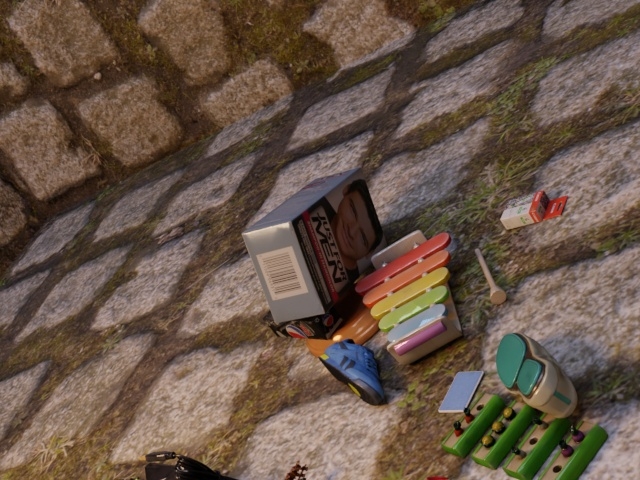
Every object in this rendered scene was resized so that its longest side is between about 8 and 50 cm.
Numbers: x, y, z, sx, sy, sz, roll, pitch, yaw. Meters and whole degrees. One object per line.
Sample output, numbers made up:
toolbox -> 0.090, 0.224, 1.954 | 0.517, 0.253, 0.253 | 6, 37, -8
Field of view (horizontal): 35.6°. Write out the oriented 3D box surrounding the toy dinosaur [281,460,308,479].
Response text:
toy dinosaur -> -0.089, 0.451, 1.465 | 0.218, 0.164, 0.322 | -38, 37, 39

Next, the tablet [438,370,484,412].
tablet -> 0.223, 0.239, 1.576 | 0.054, 0.006, 0.083 | -11, 35, 45

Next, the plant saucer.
plant saucer -> 0.051, 0.147, 1.952 | 0.200, 0.037, 0.200 | -31, 24, 16

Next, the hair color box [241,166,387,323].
hair color box -> 0.000, 0.000, 1.958 | 0.114, 0.185, 0.374 | -14, 13, 26

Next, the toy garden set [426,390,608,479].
toy garden set -> 0.240, 0.302, 1.379 | 0.204, 0.049, 0.244 | -47, 25, -20

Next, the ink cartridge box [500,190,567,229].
ink cartridge box -> 0.396, -0.061, 1.854 | 0.115, 0.029, 0.063 | -17, 30, 41

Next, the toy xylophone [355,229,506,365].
toy xylophone -> 0.194, 0.090, 1.789 | 0.236, 0.081, 0.322 | -35, 26, 6

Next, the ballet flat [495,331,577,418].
ballet flat -> 0.312, 0.195, 1.431 | 0.086, 0.086, 0.248 | -35, 7, 5

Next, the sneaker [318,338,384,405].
sneaker -> 0.069, 0.221, 1.751 | 0.082, 0.069, 0.209 | -38, 23, -10

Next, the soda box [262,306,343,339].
soda box -> -0.037, 0.154, 1.946 | 0.169, 0.053, 0.060 | -3, 41, 53

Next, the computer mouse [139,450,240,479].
computer mouse -> -0.255, 0.416, 1.725 | 0.262, 0.184, 0.060 | -8, 56, 47

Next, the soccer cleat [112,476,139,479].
soccer cleat -> -0.353, 0.498, 1.807 | 0.093, 0.121, 0.289 | -5, -3, -21
